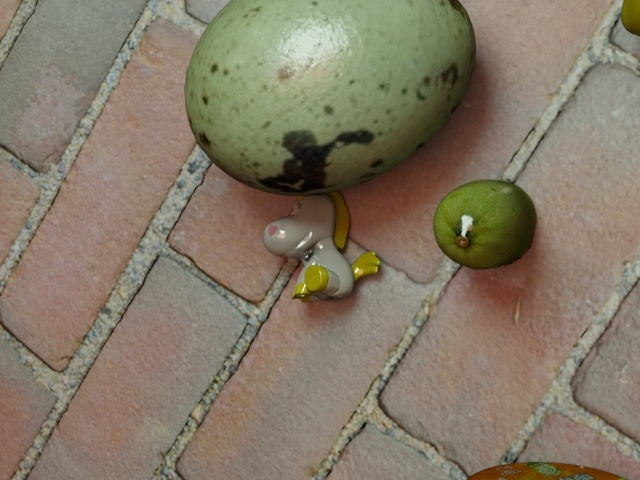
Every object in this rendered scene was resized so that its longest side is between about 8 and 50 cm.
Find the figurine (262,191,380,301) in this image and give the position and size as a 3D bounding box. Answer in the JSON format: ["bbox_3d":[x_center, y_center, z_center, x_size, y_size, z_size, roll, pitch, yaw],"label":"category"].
[{"bbox_3d":[-0.008,0.001,1.381,0.130,0.109,0.178,-27,77,-9],"label":"figurine"}]

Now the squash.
[{"bbox_3d":[0.197,-0.018,1.248,0.123,0.187,0.123,2,95,23],"label":"squash"}]

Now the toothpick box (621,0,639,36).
[{"bbox_3d":[0.503,-0.290,1.148,0.272,0.175,0.174,21,95,17],"label":"toothpick box"}]

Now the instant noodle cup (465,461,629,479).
[{"bbox_3d":[0.278,0.387,1.185,0.230,0.230,0.182,4,98,21],"label":"instant noodle cup"}]

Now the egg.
[{"bbox_3d":[0.009,-0.209,1.272,0.380,0.287,0.287,-23,79,7],"label":"egg"}]
